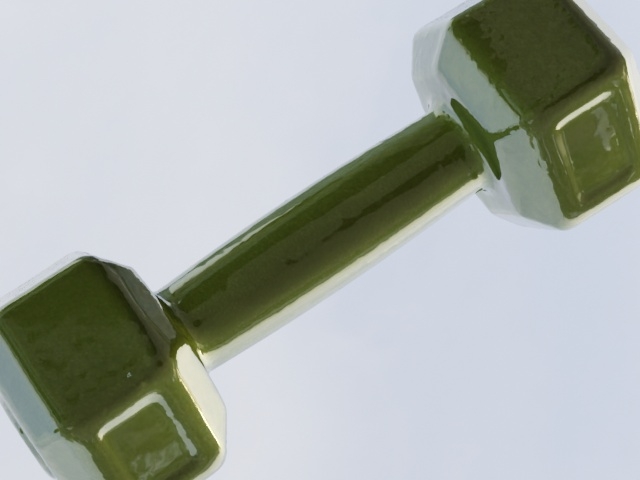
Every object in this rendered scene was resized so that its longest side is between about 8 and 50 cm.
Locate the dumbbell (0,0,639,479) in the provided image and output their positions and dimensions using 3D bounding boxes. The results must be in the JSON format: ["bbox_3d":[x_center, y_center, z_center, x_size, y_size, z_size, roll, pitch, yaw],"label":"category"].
[{"bbox_3d":[0.000,0.000,0.724,0.302,0.108,0.121,-34,-53,-10],"label":"dumbbell"}]
